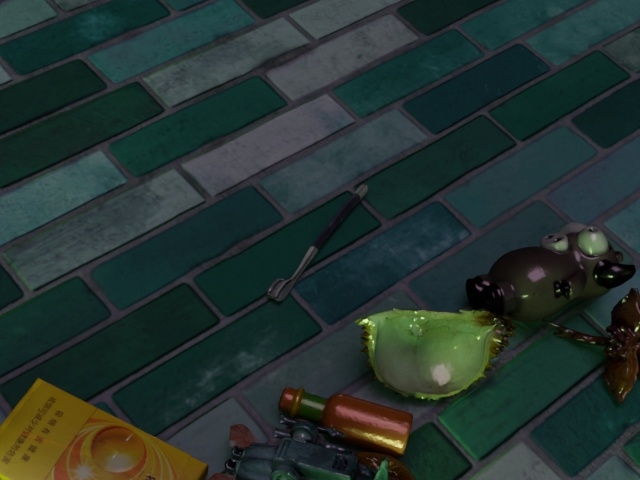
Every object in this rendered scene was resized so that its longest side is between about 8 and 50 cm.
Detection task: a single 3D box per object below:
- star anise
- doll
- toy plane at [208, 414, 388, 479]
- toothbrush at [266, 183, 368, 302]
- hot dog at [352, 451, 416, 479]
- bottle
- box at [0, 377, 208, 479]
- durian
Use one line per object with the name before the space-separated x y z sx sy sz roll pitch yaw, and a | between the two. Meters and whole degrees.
star anise | 0.441 0.160 1.718 0.158 0.144 0.140 -47 117 -28
doll | 0.357 0.053 1.729 0.257 0.117 0.182 -21 18 -14
toy plane | 0.018 0.305 1.420 0.327 0.104 0.223 2 31 17
toothbrush | 0.000 0.000 1.776 0.026 0.024 0.288 21 51 24
hot dog | 0.059 0.332 1.503 0.140 0.060 0.089 -3 48 -21
bottle | 0.034 0.247 1.555 0.187 0.069 0.069 17 51 5
box | -0.301 0.300 1.466 0.269 0.043 0.152 24 51 10
durian | 0.164 0.151 1.612 0.252 0.139 0.144 6 55 -6
